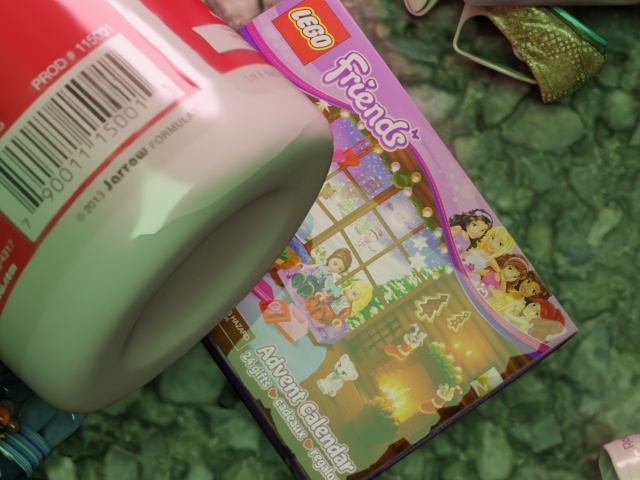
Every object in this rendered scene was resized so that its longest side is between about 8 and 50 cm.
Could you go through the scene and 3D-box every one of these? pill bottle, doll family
[{"bbox_3d":[-0.207,-0.112,1.075,0.407,0.229,0.229,43,77,12],"label":"pill bottle"},{"bbox_3d":[-0.230,0.093,1.150,0.193,0.076,0.111,33,57,9],"label":"doll family"}]

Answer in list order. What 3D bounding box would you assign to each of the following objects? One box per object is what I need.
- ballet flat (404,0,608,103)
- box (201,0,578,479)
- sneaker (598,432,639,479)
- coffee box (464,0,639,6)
[{"bbox_3d":[0.098,-0.166,1.244,0.206,0.073,0.067,39,100,10],"label":"ballet flat"},{"bbox_3d":[0.000,0.000,1.199,0.201,0.057,0.293,-34,81,-11],"label":"box"},{"bbox_3d":[0.269,0.156,1.151,0.305,0.114,0.152,-36,83,-11],"label":"sneaker"},{"bbox_3d":[0.246,-0.239,1.183,0.297,0.168,0.119,-2,68,-18],"label":"coffee box"}]
